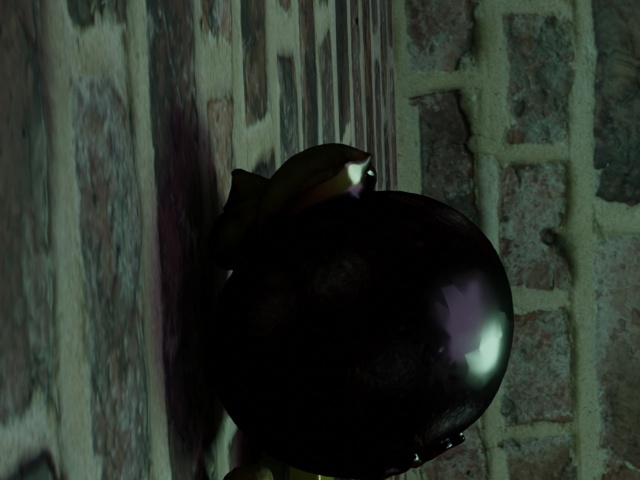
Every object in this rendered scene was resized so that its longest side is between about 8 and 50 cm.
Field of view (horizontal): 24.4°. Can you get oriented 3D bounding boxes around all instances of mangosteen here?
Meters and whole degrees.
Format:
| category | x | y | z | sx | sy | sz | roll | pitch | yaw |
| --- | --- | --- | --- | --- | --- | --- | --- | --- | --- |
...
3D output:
| category | x | y | z | sx | sy | sz | roll | pitch | yaw |
| --- | --- | --- | --- | --- | --- | --- | --- | --- | --- |
| mangosteen | 0.022 | 0.060 | 1.434 | 0.347 | 0.307 | 0.307 | 62 | 3 | 10 |

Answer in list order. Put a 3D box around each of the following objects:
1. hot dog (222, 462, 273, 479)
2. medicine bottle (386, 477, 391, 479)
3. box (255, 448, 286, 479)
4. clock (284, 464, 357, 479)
| category | x | y | z | sx | sy | sz | roll | pitch | yaw |
| --- | --- | --- | --- | --- | --- | --- | --- | --- | --- |
| hot dog | -0.063 | 0.307 | 1.468 | 0.242 | 0.073 | 0.084 | 75 | 12 | -51 |
| medicine bottle | 0.067 | 0.313 | 2.369 | 0.096 | 0.096 | 0.191 | 53 | 36 | -77 |
| box | -0.036 | 0.264 | 1.789 | 0.270 | 0.045 | 0.210 | -80 | 166 | -58 |
| clock | 0.012 | 0.261 | 1.707 | 0.277 | 0.071 | 0.293 | 38 | 51 | -80 |
